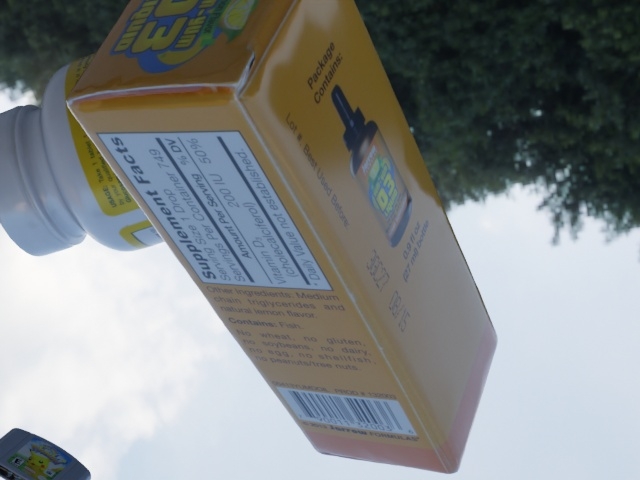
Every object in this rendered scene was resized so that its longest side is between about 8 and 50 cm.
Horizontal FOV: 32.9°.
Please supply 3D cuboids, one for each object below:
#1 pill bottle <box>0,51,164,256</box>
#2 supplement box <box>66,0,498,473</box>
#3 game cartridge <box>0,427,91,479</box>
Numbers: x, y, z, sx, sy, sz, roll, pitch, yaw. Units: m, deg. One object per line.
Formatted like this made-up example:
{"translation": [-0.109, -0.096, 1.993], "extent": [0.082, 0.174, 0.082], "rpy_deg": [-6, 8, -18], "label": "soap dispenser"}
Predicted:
{"translation": [-0.134, -0.100, 1.006], "extent": [0.333, 0.188, 0.188], "rpy_deg": [-17, -150, 8], "label": "pill bottle"}
{"translation": [0.000, 0.000, 0.429], "extent": [0.080, 0.233, 0.078], "rpy_deg": [4, -129, 29], "label": "supplement box"}
{"translation": [-0.236, 0.189, 0.905], "extent": [0.083, 0.017, 0.056], "rpy_deg": [28, -159, 7], "label": "game cartridge"}
